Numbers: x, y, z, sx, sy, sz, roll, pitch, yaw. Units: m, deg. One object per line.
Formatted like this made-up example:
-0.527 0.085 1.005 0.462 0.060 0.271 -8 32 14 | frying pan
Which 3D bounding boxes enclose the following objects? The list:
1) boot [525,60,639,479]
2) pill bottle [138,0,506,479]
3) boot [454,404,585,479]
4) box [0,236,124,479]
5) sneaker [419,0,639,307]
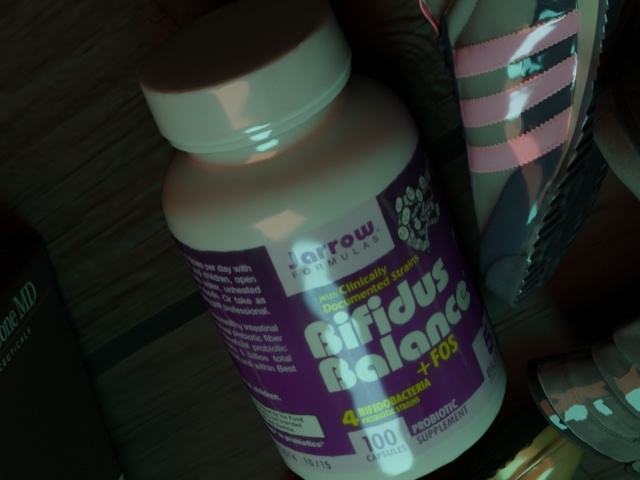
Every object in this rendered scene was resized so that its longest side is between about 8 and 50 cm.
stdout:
0.214 0.051 0.982 0.223 0.118 0.338 -29 125 31 | boot
0.000 0.000 1.009 0.169 0.169 0.301 -11 121 23 | pill bottle
0.204 0.264 1.160 0.269 0.089 0.236 39 126 -1 | boot
-0.236 0.211 1.171 0.143 0.191 0.381 -11 111 15 | box
0.118 -0.107 0.957 0.131 0.112 0.319 25 129 22 | sneaker
